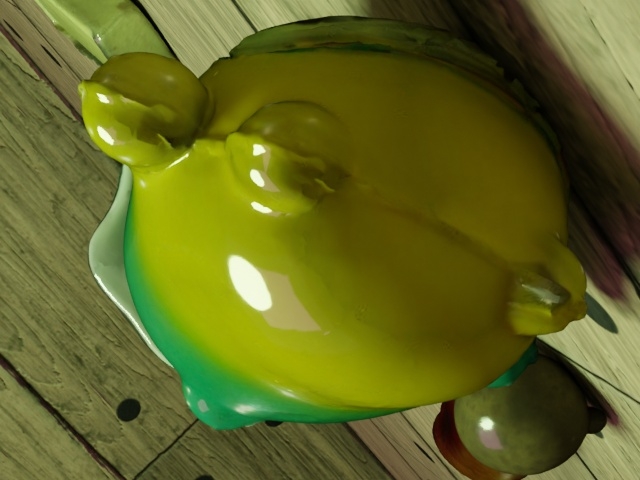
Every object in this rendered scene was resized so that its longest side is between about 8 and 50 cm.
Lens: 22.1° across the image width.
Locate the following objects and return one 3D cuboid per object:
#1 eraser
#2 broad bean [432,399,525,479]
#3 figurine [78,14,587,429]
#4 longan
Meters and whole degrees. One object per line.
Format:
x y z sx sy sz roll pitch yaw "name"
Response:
-0.223 -0.221 1.607 0.172 0.058 0.117 41 171 35 "eraser"
0.154 0.168 1.491 0.114 0.084 0.165 50 167 12 "broad bean"
0.000 0.000 0.907 0.323 0.231 0.340 27 169 -14 "figurine"
0.161 0.132 1.262 0.119 0.106 0.106 5 -175 -17 "longan"
